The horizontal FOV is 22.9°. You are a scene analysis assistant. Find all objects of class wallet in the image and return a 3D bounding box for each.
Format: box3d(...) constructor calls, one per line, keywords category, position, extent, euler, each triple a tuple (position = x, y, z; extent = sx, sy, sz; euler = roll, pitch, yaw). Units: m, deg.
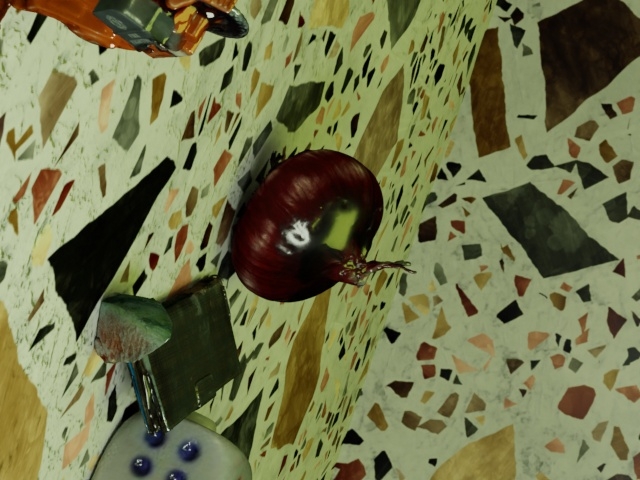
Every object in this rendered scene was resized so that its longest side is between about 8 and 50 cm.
box3d(category="wallet", position=(-0.196, 0.161, 2.288), extent=(0.317, 0.044, 0.169), euler=(-34, 113, -70))

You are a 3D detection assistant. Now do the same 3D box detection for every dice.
box3d(category="dice", position=(-0.219, 0.371, 2.297), extent=(0.193, 0.194, 0.192), euler=(-62, 165, -21))

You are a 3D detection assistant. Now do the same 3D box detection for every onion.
box3d(category="onion", position=(0.000, 0.000, 2.461), extent=(0.273, 0.285, 0.273), euler=(-40, 160, -18))

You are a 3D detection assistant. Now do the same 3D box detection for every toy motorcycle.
box3d(category="toy motorcycle", position=(-0.201, -0.241, 1.424), extent=(0.325, 0.221, 0.148), euler=(6, -114, 58))

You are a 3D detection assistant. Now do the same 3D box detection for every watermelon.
box3d(category="watermelon", position=(-0.247, 0.113, 2.052), extent=(0.180, 0.081, 0.094), euler=(166, -71, -64))

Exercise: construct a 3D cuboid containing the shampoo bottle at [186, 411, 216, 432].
box3d(category="shampoo bottle", position=(-0.231, 0.361, 2.479), extent=(0.192, 0.074, 0.074), euler=(-65, 165, -14))
